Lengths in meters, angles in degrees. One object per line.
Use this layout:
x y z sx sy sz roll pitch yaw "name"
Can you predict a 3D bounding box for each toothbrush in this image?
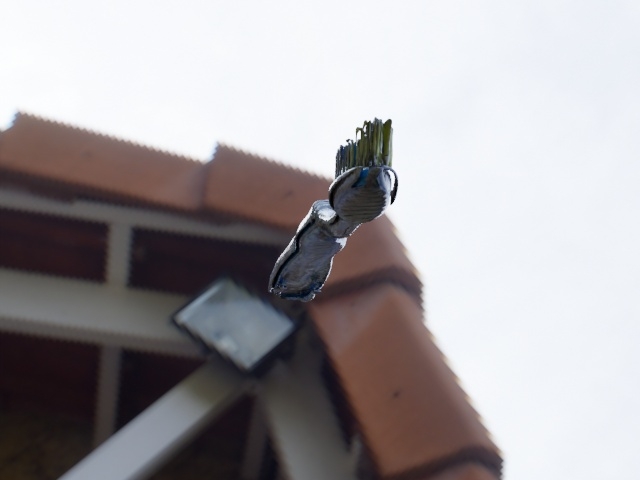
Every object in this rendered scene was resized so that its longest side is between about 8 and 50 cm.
0.000 0.000 1.022 0.035 0.042 0.413 8 -13 -6 "toothbrush"
